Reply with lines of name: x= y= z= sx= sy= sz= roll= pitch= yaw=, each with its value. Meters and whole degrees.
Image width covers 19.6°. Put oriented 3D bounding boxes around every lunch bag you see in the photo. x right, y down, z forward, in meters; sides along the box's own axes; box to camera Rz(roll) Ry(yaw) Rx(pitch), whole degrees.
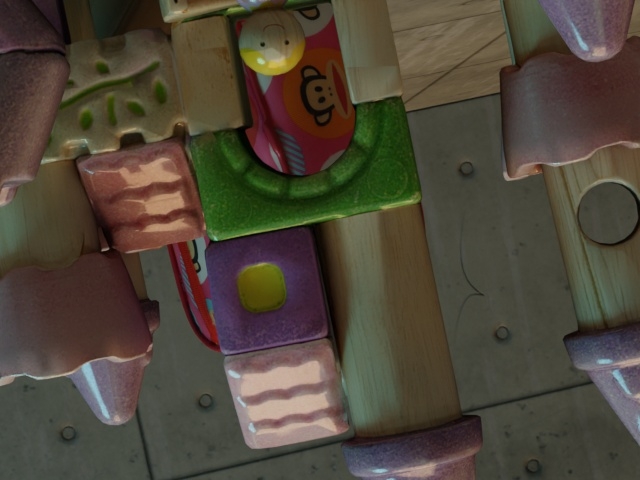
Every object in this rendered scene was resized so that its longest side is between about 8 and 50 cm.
lunch bag: x=-0.052 y=-0.069 z=1.355 sx=0.120 sy=0.293 sz=0.258 roll=-17 pitch=180 yaw=-30

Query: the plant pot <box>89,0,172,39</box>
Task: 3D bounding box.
plant pot: x=-0.117 y=-0.131 z=0.937 sx=0.109 sy=0.237 sz=0.237 roll=29 pitch=169 yaw=-10

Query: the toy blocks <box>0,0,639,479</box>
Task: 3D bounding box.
toy blocks: x=0.000 y=0.000 z=0.679 sx=0.288 sy=0.260 sz=0.309 roll=-10 pitch=179 yaw=2
